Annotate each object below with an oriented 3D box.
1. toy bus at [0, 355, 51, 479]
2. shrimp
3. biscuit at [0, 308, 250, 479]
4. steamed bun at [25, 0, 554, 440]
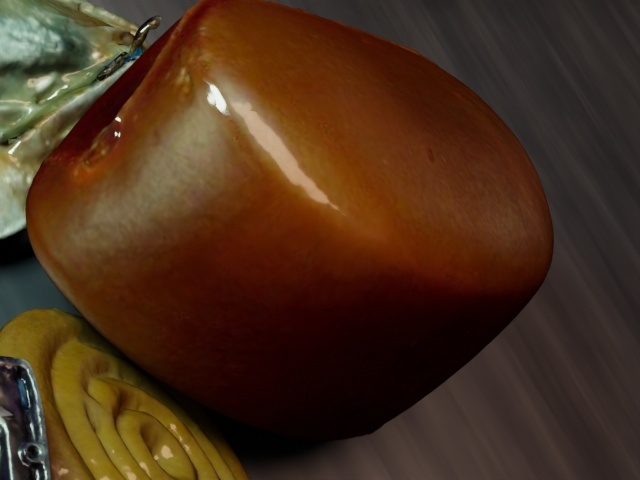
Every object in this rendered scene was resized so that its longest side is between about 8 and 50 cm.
[{"bbox_3d":[-0.306,0.131,1.039,0.288,0.175,0.138,13,49,-33],"label":"toy bus"},{"bbox_3d":[-0.228,-0.098,1.362,0.446,0.110,0.221,-7,67,-39],"label":"shrimp"},{"bbox_3d":[-0.108,0.146,1.222,0.262,0.037,0.262,47,14,-16],"label":"biscuit"},{"bbox_3d":[0.000,0.000,1.335,0.379,0.235,0.248,9,45,-54],"label":"steamed bun"}]
